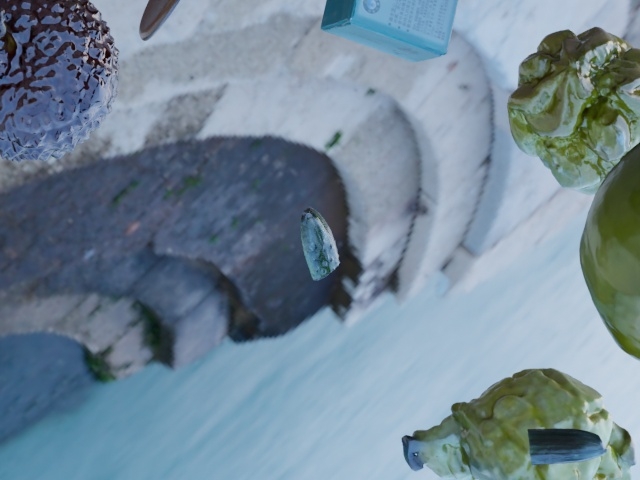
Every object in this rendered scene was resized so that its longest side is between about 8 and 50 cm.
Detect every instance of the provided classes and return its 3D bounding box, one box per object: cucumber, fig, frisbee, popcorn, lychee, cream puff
[{"bbox_3d":[0.000,0.000,1.837,0.067,0.035,0.107,-51,133,-46],"label":"cucumber"},{"bbox_3d":[0.501,-0.004,1.577,0.343,0.343,0.343,-40,160,-18],"label":"fig"},{"bbox_3d":[-0.279,-0.492,2.274,0.251,0.021,0.251,-46,-153,31],"label":"frisbee"},{"bbox_3d":[0.316,0.325,1.756,0.237,0.293,0.293,-23,152,-30],"label":"popcorn"},{"bbox_3d":[-0.406,-0.239,1.624,0.264,0.264,0.300,-45,171,-5],"label":"lychee"},{"bbox_3d":[0.511,-0.248,2.129,0.291,0.324,0.257,-46,175,-13],"label":"cream puff"},{"bbox_3d":[0.318,0.265,1.544,0.105,0.048,0.048,-7,174,22],"label":"cucumber"}]

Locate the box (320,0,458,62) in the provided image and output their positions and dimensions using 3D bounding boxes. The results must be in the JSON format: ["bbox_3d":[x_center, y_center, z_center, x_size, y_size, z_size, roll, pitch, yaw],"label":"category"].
[{"bbox_3d":[0.107,-0.374,1.573,0.092,0.153,0.245,4,-101,65],"label":"box"}]
